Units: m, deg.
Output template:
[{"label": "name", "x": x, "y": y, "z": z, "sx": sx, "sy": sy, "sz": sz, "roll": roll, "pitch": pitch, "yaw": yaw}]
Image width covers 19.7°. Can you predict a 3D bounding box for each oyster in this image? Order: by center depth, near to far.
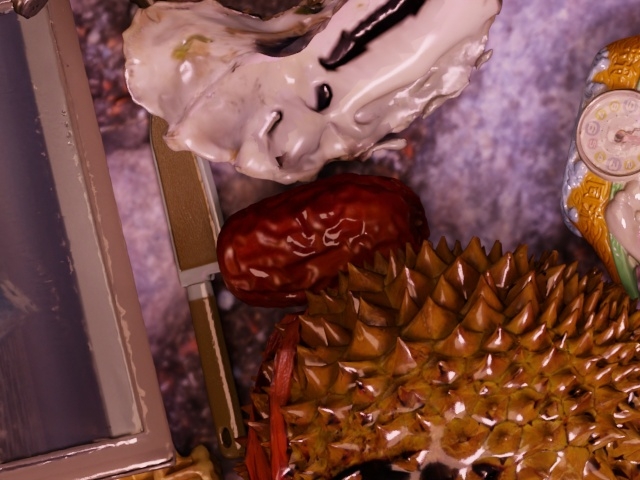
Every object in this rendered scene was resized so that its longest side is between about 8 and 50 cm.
[{"label": "oyster", "x": 0.018, "y": -0.176, "z": 1.481, "sx": 0.351, "sy": 0.238, "sz": 0.115, "roll": -39, "pitch": 56, "yaw": -7}]

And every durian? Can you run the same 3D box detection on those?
[{"label": "durian", "x": 0.107, "y": 0.169, "z": 1.397, "sx": 0.384, "sy": 0.347, "sz": 0.347, "roll": -38, "pitch": 83, "yaw": 5}]

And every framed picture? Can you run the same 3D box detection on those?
[{"label": "framed picture", "x": -0.328, "y": 0.011, "z": 1.558, "sx": 0.326, "sy": 0.028, "sz": 0.446, "roll": -13, "pitch": 81, "yaw": -10}]

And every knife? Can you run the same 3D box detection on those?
[{"label": "knife", "x": -0.098, "y": 0.018, "z": 1.591, "sx": 0.061, "sy": 0.027, "sz": 0.343, "roll": -16, "pitch": 85, "yaw": 39}]

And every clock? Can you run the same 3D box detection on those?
[{"label": "clock", "x": 0.273, "y": -0.065, "z": 1.470, "sx": 0.144, "sy": 0.103, "sz": 0.231, "roll": 14, "pitch": 93, "yaw": 21}]

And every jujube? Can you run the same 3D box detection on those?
[{"label": "jujube", "x": 0.000, "y": 0.000, "z": 1.525, "sx": 0.176, "sy": 0.112, "sz": 0.109, "roll": -11, "pitch": 49, "yaw": 17}]

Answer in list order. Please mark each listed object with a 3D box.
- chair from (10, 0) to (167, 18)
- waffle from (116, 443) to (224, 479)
[{"label": "chair", "x": -0.188, "y": -0.416, "z": 1.455, "sx": 0.410, "sy": 0.365, "sz": 0.362, "roll": 42, "pitch": 100, "yaw": 14}, {"label": "waffle", "x": -0.139, "y": 0.262, "z": 1.592, "sx": 0.160, "sy": 0.055, "sz": 0.211, "roll": -23, "pitch": 85, "yaw": 13}]
